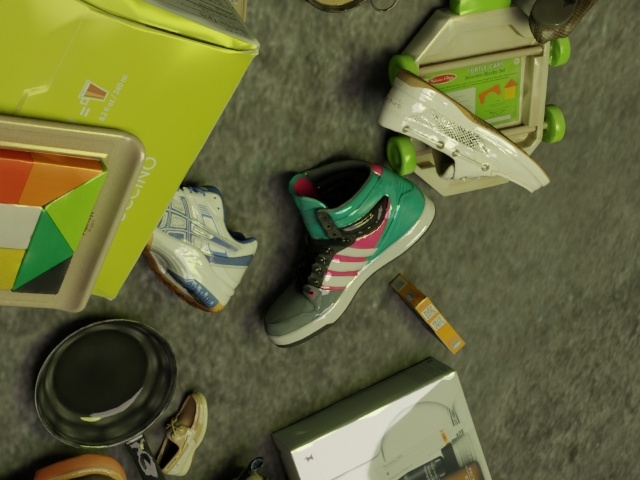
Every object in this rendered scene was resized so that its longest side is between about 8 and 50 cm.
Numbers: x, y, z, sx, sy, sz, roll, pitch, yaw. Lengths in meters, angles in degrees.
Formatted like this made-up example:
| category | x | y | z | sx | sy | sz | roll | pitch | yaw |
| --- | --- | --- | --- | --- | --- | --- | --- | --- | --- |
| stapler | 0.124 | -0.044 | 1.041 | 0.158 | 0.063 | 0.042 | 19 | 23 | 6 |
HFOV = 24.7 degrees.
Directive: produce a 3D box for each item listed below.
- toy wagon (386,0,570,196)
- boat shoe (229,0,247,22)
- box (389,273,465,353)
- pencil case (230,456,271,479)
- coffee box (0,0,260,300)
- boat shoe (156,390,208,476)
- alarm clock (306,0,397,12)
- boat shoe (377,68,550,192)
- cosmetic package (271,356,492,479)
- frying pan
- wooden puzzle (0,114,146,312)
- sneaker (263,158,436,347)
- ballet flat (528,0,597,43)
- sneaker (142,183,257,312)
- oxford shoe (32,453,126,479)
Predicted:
| category | x | y | z | sx | sy | sz | roll | pitch | yaw |
| --- | --- | --- | --- | --- | --- | --- | --- | --- | --- |
| toy wagon | 0.218 | -0.233 | 2.019 | 0.267 | 0.068 | 0.344 | -13 | 119 | -23 |
| boat shoe | -0.129 | -0.345 | 1.749 | 0.103 | 0.113 | 0.302 | -6 | 127 | -28 |
| box | 0.161 | 0.113 | 2.156 | 0.028 | 0.081 | 0.136 | -41 | 126 | -4 |
| pencil case | -0.209 | 0.486 | 2.088 | 0.410 | 0.160 | 0.183 | -34 | 155 | -10 |
| coffee box | -0.326 | -0.190 | 1.544 | 0.338 | 0.334 | 0.337 | 18 | 114 | -34 |
| boat shoe | -0.196 | 0.275 | 2.060 | 0.045 | 0.050 | 0.135 | 4 | 112 | -36 |
| alarm clock | 0.029 | -0.348 | 1.856 | 0.192 | 0.064 | 0.129 | 33 | 96 | -34 |
| boat shoe | 0.187 | -0.125 | 1.958 | 0.277 | 0.098 | 0.096 | 30 | 98 | -27 |
| cosmetic package | 0.122 | 0.407 | 2.219 | 0.284 | 0.097 | 0.377 | -24 | 107 | -14 |
| frying pan | -0.250 | 0.225 | 1.998 | 0.197 | 0.053 | 0.326 | -46 | 125 | 0 |
| wooden puzzle | -0.310 | -0.021 | 1.425 | 0.239 | 0.044 | 0.221 | 8 | 122 | -31 |
| sneaker | 0.000 | 0.000 | 1.983 | 0.295 | 0.124 | 0.178 | -44 | 124 | 2 |
| ballet flat | 0.356 | -0.345 | 1.995 | 0.250 | 0.084 | 0.058 | -51 | 154 | -33 |
| sneaker | -0.198 | -0.038 | 1.882 | 0.131 | 0.112 | 0.296 | -55 | 130 | -16 |
| oxford shoe | -0.424 | 0.404 | 1.931 | 0.364 | 0.132 | 0.130 | -25 | 126 | -1 |
